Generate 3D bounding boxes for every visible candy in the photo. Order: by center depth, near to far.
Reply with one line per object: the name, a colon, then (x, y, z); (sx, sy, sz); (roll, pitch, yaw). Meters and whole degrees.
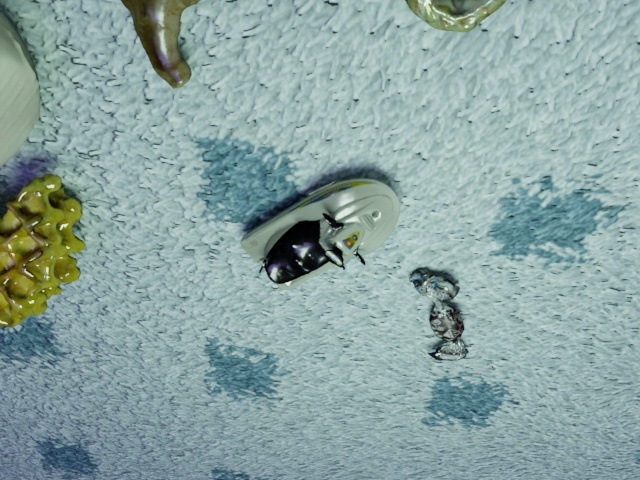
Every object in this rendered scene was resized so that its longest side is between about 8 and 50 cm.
candy: (0.228, 0.145, 0.912); (0.094, 0.051, 0.226); (-9, 122, 25)

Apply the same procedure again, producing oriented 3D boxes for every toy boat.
toy boat: (-0.003, -0.002, 0.785); (0.269, 0.141, 0.141); (-21, 121, 36)

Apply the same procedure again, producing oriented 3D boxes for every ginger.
ginger: (-0.184, -0.366, 0.581); (0.166, 0.080, 0.333); (33, 130, 1)

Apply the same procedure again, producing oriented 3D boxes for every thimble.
thimble: (0.153, -0.334, 0.520); (0.137, 0.143, 0.190); (15, 125, -3)

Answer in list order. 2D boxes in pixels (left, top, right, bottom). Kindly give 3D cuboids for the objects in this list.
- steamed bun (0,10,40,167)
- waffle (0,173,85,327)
steamed bun: (-0.546, -0.222, 0.605); (0.309, 0.309, 0.309); (3, 125, 4)
waffle: (-0.567, -0.008, 0.792); (0.324, 0.151, 0.261); (14, 93, 0)
